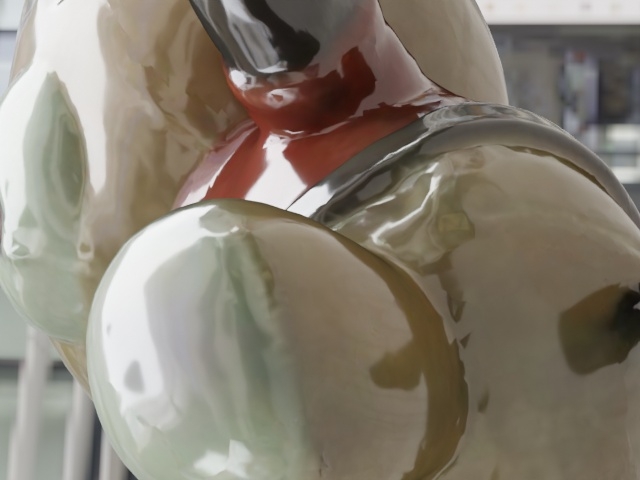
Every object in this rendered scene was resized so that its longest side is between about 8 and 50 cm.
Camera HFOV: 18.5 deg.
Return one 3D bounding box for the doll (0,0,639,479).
[{"bbox_3d":[0.000,0.000,0.535,0.330,0.174,0.235,-121,23,-59],"label":"doll"}]
